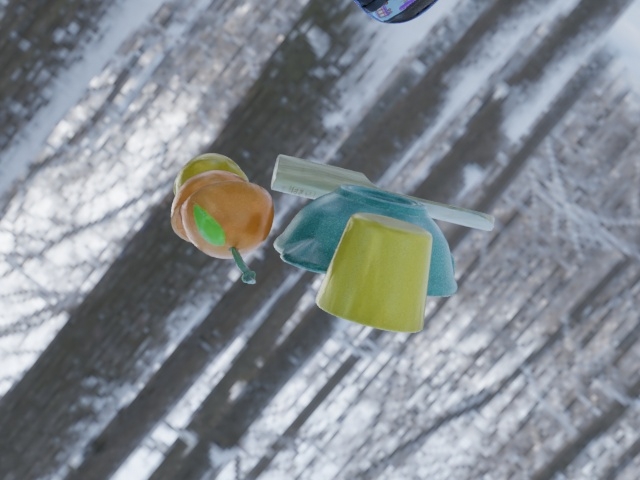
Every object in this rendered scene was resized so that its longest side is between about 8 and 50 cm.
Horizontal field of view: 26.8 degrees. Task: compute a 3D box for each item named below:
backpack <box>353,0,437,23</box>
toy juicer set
[{"bbox_3d":[0.085,-0.320,1.391,0.158,0.173,0.117,37,-169,-40],"label":"backpack"},{"bbox_3d":[0.000,0.000,0.967,0.209,0.090,0.329,16,-171,13],"label":"toy juicer set"}]
